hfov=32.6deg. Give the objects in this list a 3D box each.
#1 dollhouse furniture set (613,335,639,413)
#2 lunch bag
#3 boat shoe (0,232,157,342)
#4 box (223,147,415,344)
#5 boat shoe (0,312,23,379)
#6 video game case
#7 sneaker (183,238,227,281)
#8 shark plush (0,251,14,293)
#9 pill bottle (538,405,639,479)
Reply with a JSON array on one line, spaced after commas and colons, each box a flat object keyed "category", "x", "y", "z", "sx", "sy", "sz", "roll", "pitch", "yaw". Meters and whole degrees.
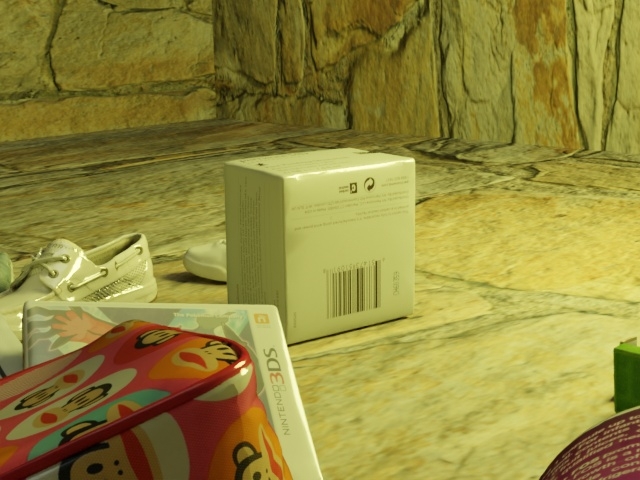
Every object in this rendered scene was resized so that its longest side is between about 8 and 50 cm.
[{"category": "dollhouse furniture set", "x": 0.308, "y": 0.107, "z": 0.952, "sx": 0.151, "sy": 0.059, "sz": 0.076, "roll": -12, "pitch": 16, "yaw": -40}, {"category": "lunch bag", "x": -0.163, "y": 0.138, "z": 0.546, "sx": 0.258, "sy": 0.120, "sz": 0.293, "roll": -23, "pitch": 6, "yaw": -20}, {"category": "boat shoe", "x": -0.291, "y": 0.045, "z": 1.210, "sx": 0.098, "sy": 0.096, "sz": 0.277, "roll": 5, "pitch": 14, "yaw": 29}, {"category": "box", "x": 0.000, "y": 0.000, "z": 1.190, "sx": 0.181, "sy": 0.182, "sz": 0.119, "roll": -10, "pitch": 16, "yaw": -36}, {"category": "boat shoe", "x": -0.306, "y": 0.111, "z": 0.883, "sx": 0.105, "sy": 0.113, "sz": 0.306, "roll": -15, "pitch": 33, "yaw": -30}, {"category": "video game case", "x": -0.112, "y": 0.114, "z": 0.796, "sx": 0.201, "sy": 0.023, "sz": 0.183, "roll": 2, "pitch": 40, "yaw": -18}, {"category": "sneaker", "x": -0.075, "y": 0.004, "z": 1.389, "sx": 0.212, "sy": 0.094, "sz": 0.080, "roll": 2, "pitch": 14, "yaw": 18}, {"category": "shark plush", "x": -0.388, "y": 0.062, "z": 1.213, "sx": 0.073, "sy": 0.067, "sz": 0.161, "roll": 4, "pitch": 13, "yaw": 21}, {"category": "pill bottle", "x": 0.154, "y": 0.159, "z": 0.436, "sx": 0.169, "sy": 0.169, "sz": 0.301, "roll": 3, "pitch": 7, "yaw": 17}]
